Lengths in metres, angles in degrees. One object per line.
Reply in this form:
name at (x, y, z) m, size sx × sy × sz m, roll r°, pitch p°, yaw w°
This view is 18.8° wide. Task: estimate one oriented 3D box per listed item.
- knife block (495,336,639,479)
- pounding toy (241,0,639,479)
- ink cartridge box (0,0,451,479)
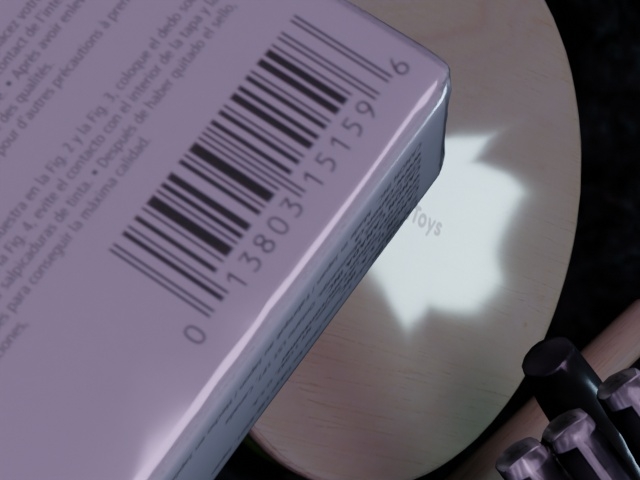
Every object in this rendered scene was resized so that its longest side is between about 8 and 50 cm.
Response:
knife block at (0.129, 0.147, 0.621) m, size 0.275 × 0.088 × 0.242 m, roll 6°, pitch 111°, yaw -23°
pounding toy at (0.000, 0.000, 0.649) m, size 0.183 × 0.110 × 0.237 m, roll -50°, pitch 130°, yaw -28°
ink cartridge box at (-0.140, 0.009, 0.481) m, size 0.239 × 0.060 × 0.275 m, roll 33°, pitch 72°, yaw 13°
